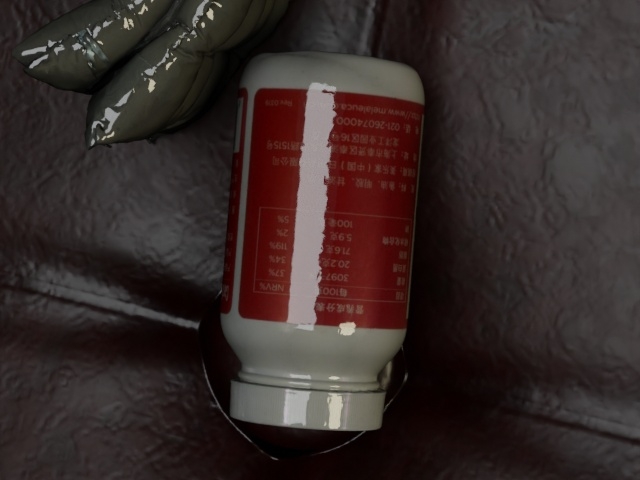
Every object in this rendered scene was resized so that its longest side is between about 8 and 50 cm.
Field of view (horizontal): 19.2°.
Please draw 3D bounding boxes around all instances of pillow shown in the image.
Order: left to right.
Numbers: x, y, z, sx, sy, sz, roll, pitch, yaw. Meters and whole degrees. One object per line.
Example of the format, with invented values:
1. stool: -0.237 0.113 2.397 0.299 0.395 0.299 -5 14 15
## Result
1. pillow: -0.051 -0.202 1.261 0.101 0.228 0.326 42 97 2

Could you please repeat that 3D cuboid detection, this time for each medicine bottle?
1. medicine bottle: 0.000 0.000 1.294 0.131 0.131 0.250 4 90 15
